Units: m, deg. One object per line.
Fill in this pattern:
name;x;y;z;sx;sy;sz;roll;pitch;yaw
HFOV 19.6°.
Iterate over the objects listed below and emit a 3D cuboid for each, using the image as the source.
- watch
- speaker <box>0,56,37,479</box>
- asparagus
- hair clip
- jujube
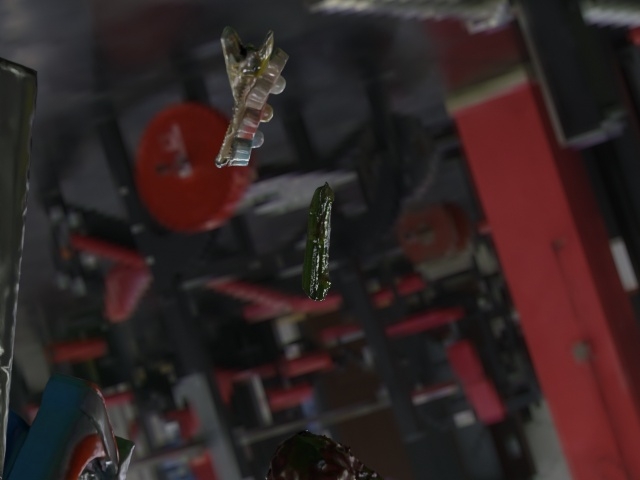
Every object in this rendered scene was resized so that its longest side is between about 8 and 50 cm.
watch;-0.306;0.247;1.512;0.274;0.241;0.305;10;134;9
speaker;-0.298;0.008;0.921;0.254;0.232;0.184;-1;170;31
asparagus;0.000;0.000;1.673;0.025;0.108;0.021;2;-174;-31
hair clip;-0.059;-0.120;1.597;0.056;0.062;0.214;16;152;4
jujube;0.007;0.216;1.557;0.104;0.104;0.166;-18;133;10
